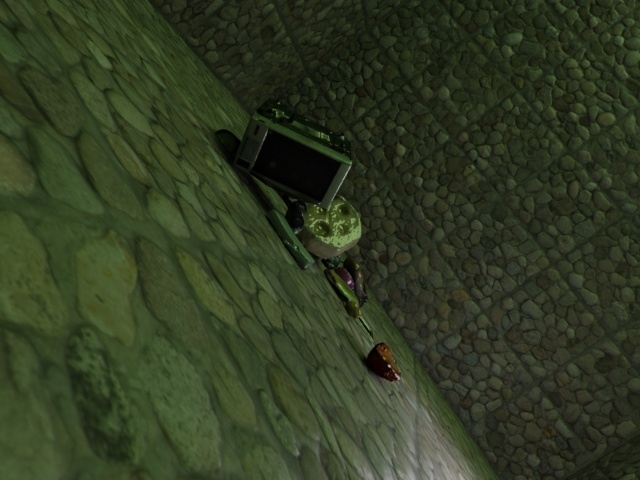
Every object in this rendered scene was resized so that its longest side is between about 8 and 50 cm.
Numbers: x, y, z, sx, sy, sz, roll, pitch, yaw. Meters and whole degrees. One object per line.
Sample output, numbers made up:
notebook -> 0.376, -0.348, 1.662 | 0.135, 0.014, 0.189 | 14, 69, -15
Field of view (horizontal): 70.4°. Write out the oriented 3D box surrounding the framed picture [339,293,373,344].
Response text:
framed picture -> 0.166, 0.338, 2.045 | 0.252, 0.014, 0.197 | 55, 5, 1

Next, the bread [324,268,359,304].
bread -> 0.099, 0.209, 2.051 | 0.228, 0.033, 0.228 | 46, 5, -5

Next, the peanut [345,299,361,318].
peanut -> 0.138, 0.289, 1.902 | 0.054, 0.054, 0.113 | 52, 3, -32

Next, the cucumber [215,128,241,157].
cucumber -> -0.350, -0.386, 1.780 | 0.116, 0.062, 0.115 | 56, 1, 3

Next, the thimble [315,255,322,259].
thimble -> 0.000, 0.000, 2.071 | 0.143, 0.137, 0.190 | 56, 19, -8

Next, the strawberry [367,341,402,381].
strawberry -> 0.211, 0.420, 1.548 | 0.140, 0.085, 0.192 | 63, 12, 9

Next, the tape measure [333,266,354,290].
tape measure -> 0.116, 0.192, 2.216 | 0.125, 0.074, 0.118 | 58, -2, -27

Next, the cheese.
cheese -> 0.017, -0.075, 1.948 | 0.327, 0.115, 0.317 | 18, 51, -18

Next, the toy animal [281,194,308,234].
toy animal -> -0.096, -0.120, 1.786 | 0.121, 0.094, 0.225 | 56, 30, -33

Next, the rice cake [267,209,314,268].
rice cake -> -0.105, -0.003, 1.617 | 0.237, 0.043, 0.127 | 55, 4, 8

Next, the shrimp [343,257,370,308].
shrimp -> 0.165, 0.208, 2.327 | 0.178, 0.075, 0.289 | 40, -25, 52

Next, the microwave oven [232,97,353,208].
microwave oven -> -0.090, -0.344, 1.737 | 0.395, 0.247, 0.333 | 24, 26, -8

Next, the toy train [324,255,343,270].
toy train -> 0.048, 0.082, 2.261 | 0.125, 0.081, 0.194 | 43, -3, 15
